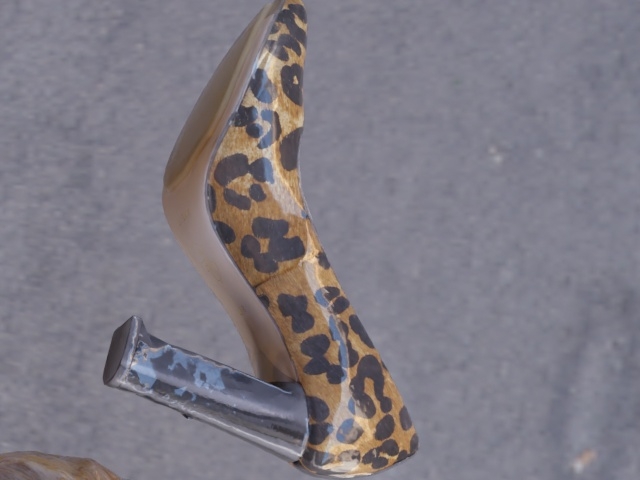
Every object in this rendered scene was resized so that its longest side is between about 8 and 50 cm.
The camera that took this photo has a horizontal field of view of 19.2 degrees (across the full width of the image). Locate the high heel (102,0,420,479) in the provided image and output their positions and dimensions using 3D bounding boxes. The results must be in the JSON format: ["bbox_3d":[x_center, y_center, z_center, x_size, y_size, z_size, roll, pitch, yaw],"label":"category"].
[{"bbox_3d":[0.000,0.000,1.088,0.186,0.093,0.261,24,73,-17],"label":"high heel"}]

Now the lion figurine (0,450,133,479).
[{"bbox_3d":[-0.200,0.288,1.203,0.142,0.240,0.392,-36,135,-48],"label":"lion figurine"}]
